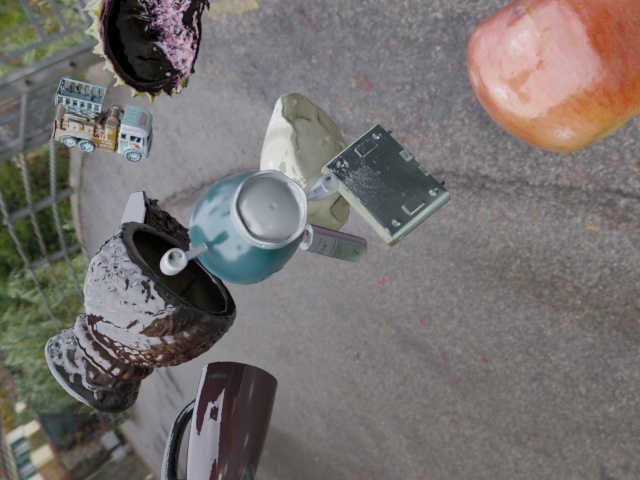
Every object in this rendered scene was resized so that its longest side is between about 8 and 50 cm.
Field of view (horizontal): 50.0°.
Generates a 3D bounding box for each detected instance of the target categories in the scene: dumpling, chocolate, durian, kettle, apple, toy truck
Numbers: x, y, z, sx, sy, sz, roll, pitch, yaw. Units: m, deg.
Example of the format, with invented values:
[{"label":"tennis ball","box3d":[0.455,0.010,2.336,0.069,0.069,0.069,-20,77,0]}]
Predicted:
[{"label":"dumpling","box3d":[-0.020,-0.199,1.852,0.233,0.315,0.395,-13,92,39]},{"label":"chocolate","box3d":[-0.326,-0.014,1.398,0.156,0.133,0.156,-22,63,51]},{"label":"durian","box3d":[-0.173,-0.235,0.641,0.108,0.119,0.187,47,126,39]},{"label":"kettle","box3d":[-0.187,0.348,1.215,0.202,0.232,0.144,-4,145,22]},{"label":"apple","box3d":[0.487,-0.345,1.346,0.364,0.363,0.364,48,158,27]},{"label":"toy truck","box3d":[-0.398,-0.222,1.273,0.115,0.177,0.080,118,159,-47]}]

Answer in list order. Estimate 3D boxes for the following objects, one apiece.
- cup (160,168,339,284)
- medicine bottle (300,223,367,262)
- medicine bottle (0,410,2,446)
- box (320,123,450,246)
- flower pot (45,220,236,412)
[{"label":"cup","box3d":[-0.097,-0.029,1.011,0.168,0.299,0.173,61,154,1]},{"label":"medicine bottle","box3d":[0.000,0.000,1.397,0.057,0.199,0.058,-34,49,50]},{"label":"medicine bottle","box3d":[-0.333,0.157,0.411,0.212,0.212,0.325,60,167,-6]},{"label":"box","box3d":[0.156,-0.141,1.645,0.270,0.210,0.045,50,175,25]},{"label":"flower pot","box3d":[-0.328,0.147,1.219,0.266,0.267,0.266,40,-171,-8]}]
